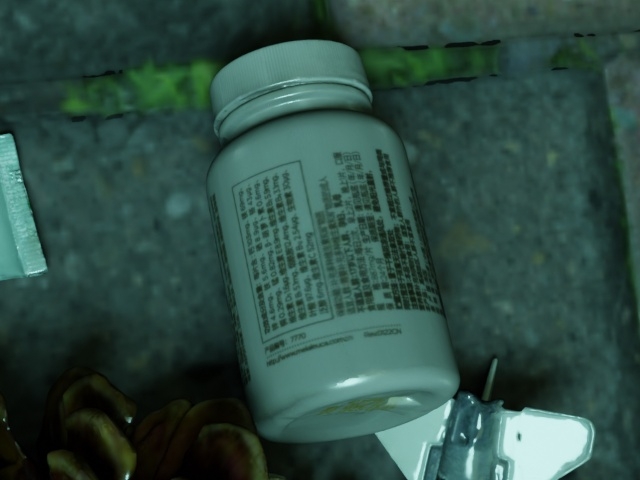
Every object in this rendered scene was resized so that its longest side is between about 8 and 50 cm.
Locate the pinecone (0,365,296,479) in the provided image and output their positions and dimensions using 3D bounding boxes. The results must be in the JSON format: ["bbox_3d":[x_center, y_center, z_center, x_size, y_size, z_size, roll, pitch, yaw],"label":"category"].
[{"bbox_3d":[-0.104,0.140,0.502,0.212,0.168,0.186,-11,75,-31],"label":"pinecone"}]

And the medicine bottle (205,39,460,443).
[{"bbox_3d":[0.000,0.000,0.578,0.079,0.079,0.140,-6,70,-18],"label":"medicine bottle"}]

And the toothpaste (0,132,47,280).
[{"bbox_3d":[-0.203,0.009,0.550,0.205,0.036,0.056,-14,92,-22],"label":"toothpaste"}]

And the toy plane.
[{"bbox_3d":[0.044,0.156,0.594,0.160,0.082,0.234,11,81,10],"label":"toy plane"}]
